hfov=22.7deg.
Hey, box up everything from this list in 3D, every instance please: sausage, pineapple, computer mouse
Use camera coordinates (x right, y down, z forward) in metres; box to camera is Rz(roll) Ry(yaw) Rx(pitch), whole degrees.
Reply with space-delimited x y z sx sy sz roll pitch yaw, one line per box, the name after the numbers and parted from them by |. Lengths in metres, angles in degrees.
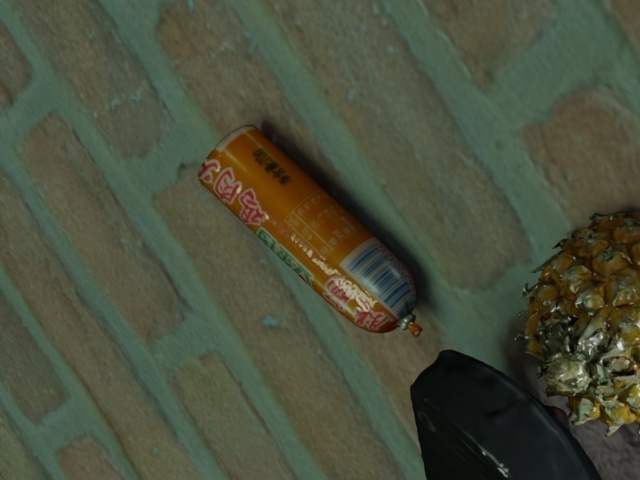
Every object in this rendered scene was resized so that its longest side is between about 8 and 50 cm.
0.000 0.000 1.346 0.234 0.071 0.071 43 136 17 | sausage
0.206 0.073 1.141 0.161 0.137 0.176 50 139 9 | pineapple
0.163 0.197 1.260 0.170 0.100 0.269 39 158 32 | computer mouse
